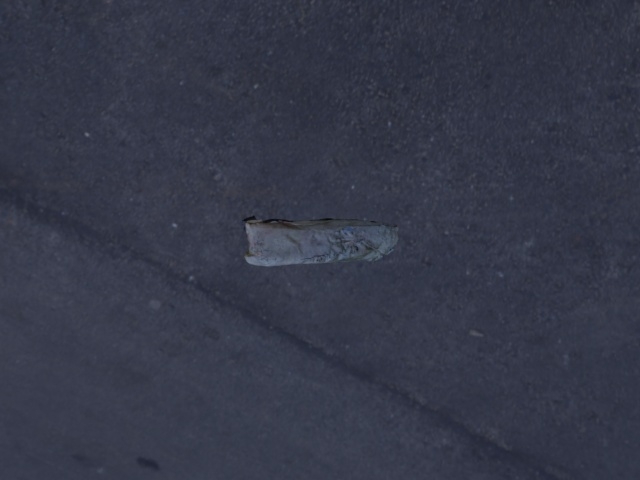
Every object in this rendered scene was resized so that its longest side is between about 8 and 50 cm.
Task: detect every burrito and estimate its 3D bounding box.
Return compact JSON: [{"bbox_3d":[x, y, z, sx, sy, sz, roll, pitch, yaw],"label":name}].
[{"bbox_3d":[0.001,0.001,0.747,0.171,0.042,0.051,-2,117,-28],"label":"burrito"}]
